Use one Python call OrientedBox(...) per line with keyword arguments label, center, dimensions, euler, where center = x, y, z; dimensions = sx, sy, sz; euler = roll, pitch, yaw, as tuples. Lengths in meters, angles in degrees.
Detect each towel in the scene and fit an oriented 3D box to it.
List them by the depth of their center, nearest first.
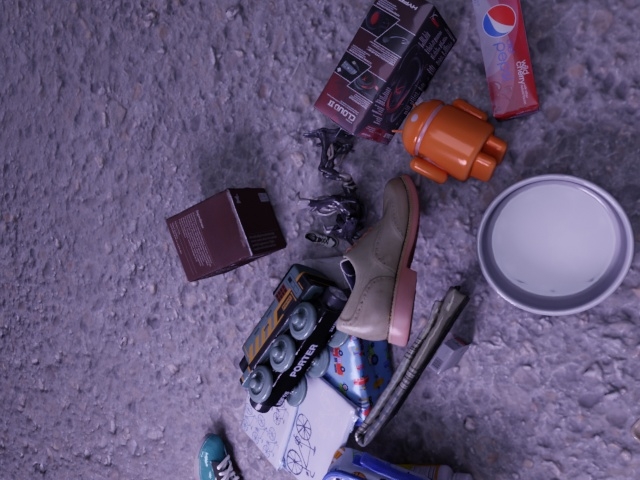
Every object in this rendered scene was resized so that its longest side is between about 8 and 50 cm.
OrientedBox(label="towel", center=(0.182, 0.222, 0.971), dimensions=(0.056, 0.312, 0.324), euler=(33, 93, 19))

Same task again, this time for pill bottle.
OrientedBox(label="pill bottle", center=(0.227, 0.560, 1.118), dimensions=(0.215, 0.117, 0.117), euler=(-11, 91, 25))

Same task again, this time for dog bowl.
OrientedBox(label="dog bowl", center=(0.442, 0.004, 0.967), dimensions=(0.265, 0.104, 0.264), euler=(3, 97, 24))

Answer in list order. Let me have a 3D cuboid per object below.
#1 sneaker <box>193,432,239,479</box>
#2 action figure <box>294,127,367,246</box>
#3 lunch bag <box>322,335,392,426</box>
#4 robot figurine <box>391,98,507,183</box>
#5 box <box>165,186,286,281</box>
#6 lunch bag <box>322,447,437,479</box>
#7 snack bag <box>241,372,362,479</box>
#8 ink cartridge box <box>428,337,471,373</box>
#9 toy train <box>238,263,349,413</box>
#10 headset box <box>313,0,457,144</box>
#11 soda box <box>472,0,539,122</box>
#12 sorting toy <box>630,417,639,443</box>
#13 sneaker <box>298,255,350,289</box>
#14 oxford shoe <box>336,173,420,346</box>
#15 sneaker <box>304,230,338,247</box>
OrientedBox(label="sneaker", center=(-0.256, 0.665, 1.362), dimensions=(0.121, 0.108, 0.301), euler=(0, 104, 24))
OrientedBox(label="action figure", center=(0.027, -0.100, 1.123), dimensions=(0.141, 0.164, 0.275), euler=(-12, 81, 15))
OrientedBox(label="lunch bag", center=(0.010, 0.296, 1.202), dimensions=(0.293, 0.138, 0.220), euler=(-7, 94, 37))
OrientedBox(label="robot figurine", center=(0.258, -0.202, 1.016), dimensions=(0.220, 0.128, 0.158), euler=(32, 115, 18))
OrientedBox(label="box", center=(-0.230, -0.016, 1.236), dimensions=(0.203, 0.168, 0.166), euler=(-22, 86, 25))
OrientedBox(label="lunch bag", center=(0.130, 0.563, 1.028), dimensions=(0.304, 0.115, 0.243), euler=(14, 113, 16))
OrientedBox(label="snack bag", center=(-0.066, 0.427, 1.201), dimensions=(0.343, 0.037, 0.322), euler=(32, 118, 39))
OrientedBox(label="ink cartridge box", center=(0.276, 0.240, 1.066), dimensions=(0.029, 0.115, 0.062), euler=(37, 109, 29))
OrientedBox(label="toy train", center=(-0.065, 0.211, 1.093), dimensions=(0.333, 0.142, 0.190), euler=(-57, 38, 17))
OrientedBox(label="headset box", center=(0.127, -0.325, 1.013), dimensions=(0.110, 0.218, 0.293), euler=(39, 110, 17))
OrientedBox(label="soda box", center=(0.357, -0.370, 0.972), dimensions=(0.084, 0.092, 0.263), euler=(-11, 91, 24))
OrientedBox(label="sorting toy", center=(0.719, 0.347, 0.914), dimensions=(0.193, 0.038, 0.208), euler=(37, 109, 17))
OrientedBox(label="sneaker", center=(0.042, 0.075, 1.174), dimensions=(0.235, 0.095, 0.090), euler=(-5, 99, 44))
OrientedBox(label="oxford shoe", center=(0.116, 0.012, 0.988), dimensions=(0.147, 0.396, 0.140), euler=(5, 138, 8))
OrientedBox(label="sneaker", center=(0.000, 0.000, 1.206), dimensions=(0.083, 0.037, 0.031), euler=(14, 100, 21))
